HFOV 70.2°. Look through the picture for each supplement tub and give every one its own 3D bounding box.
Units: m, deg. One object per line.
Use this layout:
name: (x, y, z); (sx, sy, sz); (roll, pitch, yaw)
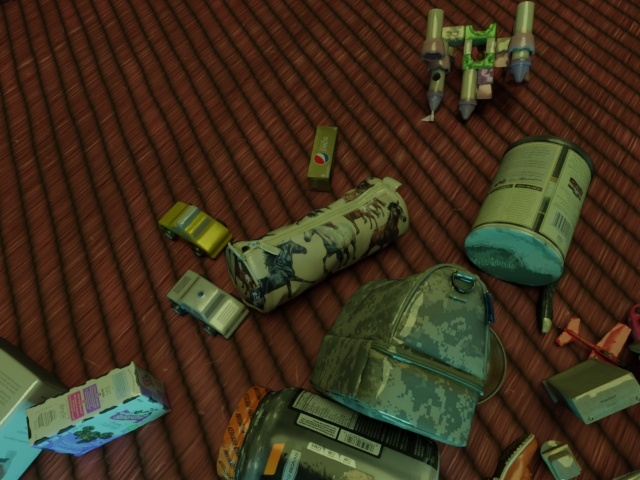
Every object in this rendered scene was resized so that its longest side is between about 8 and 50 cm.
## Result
supplement tub: (0.012, 0.382, 0.772); (0.338, 0.207, 0.207); (16, 61, 14)

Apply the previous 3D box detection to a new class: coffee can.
coffee can: (0.464, -0.067, 1.014); (0.201, 0.201, 0.275); (24, 64, 17)

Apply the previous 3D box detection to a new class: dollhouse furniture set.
dollhouse furniture set: (0.566, 0.389, 0.784); (0.303, 0.174, 0.356); (-29, 79, 8)

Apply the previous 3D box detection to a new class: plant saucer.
plant saucer: (0.275, 0.242, 0.937); (0.198, 0.036, 0.199); (-1, 59, 2)

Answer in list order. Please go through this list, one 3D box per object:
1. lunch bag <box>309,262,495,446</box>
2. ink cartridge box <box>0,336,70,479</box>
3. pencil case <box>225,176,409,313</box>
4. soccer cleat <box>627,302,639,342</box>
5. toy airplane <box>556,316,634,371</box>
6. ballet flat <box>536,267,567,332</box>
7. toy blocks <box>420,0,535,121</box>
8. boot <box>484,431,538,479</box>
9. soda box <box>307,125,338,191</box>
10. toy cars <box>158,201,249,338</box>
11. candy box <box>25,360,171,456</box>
lunch bag: (0.140, 0.175, 0.785); (0.212, 0.305, 0.256); (22, 75, -12)
ink cartridge box: (-0.710, 0.379, 0.848); (0.279, 0.160, 0.385); (26, 64, 18)
pencil case: (0.000, 0.000, 0.999); (0.410, 0.183, 0.160); (-28, 64, -19)
soccer cleat: (0.677, 0.265, 0.861); (0.116, 0.143, 0.331); (-2, 35, 2)
toy airplane: (0.551, 0.213, 0.921); (0.151, 0.028, 0.151); (-12, 62, 24)
ballet flat: (0.499, 0.121, 0.981); (0.049, 0.057, 0.173); (17, 61, 16)
toy blocks: (0.439, -0.461, 1.275); (0.288, 0.309, 0.260); (5, 92, 20)
boot: (0.356, 0.424, 0.814); (0.084, 0.059, 0.158); (35, 76, 19)
soda box: (0.009, -0.220, 1.218); (0.058, 0.061, 0.181); (5, 59, 7)
toy cars: (-0.287, 0.045, 1.063); (0.176, 0.087, 0.394); (-16, 59, -5)
candy box: (-0.408, 0.321, 0.860); (0.196, 0.165, 0.070); (-24, 61, -10)
